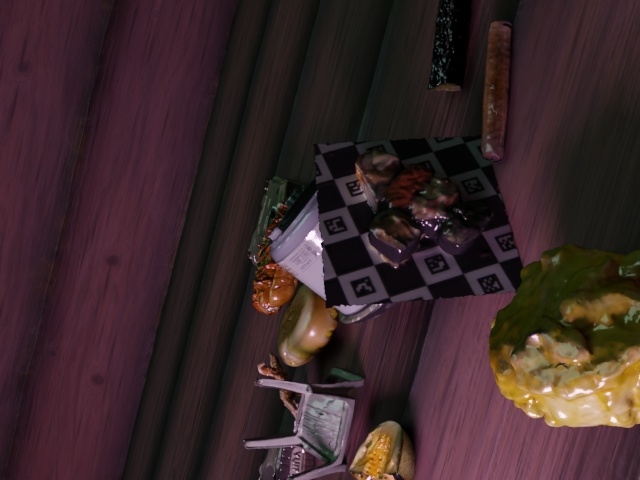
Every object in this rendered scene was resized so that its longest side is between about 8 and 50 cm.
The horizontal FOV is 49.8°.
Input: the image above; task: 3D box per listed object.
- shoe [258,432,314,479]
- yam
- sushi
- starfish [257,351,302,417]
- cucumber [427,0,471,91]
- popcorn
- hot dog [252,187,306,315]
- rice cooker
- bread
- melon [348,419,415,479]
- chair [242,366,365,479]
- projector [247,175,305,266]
[{"bbox_3d":[-0.090,0.583,1.586,0.149,0.109,0.293,164,119,-66],"label":"shoe"},{"bbox_3d":[0.307,-0.260,1.205,0.046,0.046,0.264,-20,60,61],"label":"yam"},{"bbox_3d":[0.155,-0.063,1.121,0.069,0.319,0.340,90,176,-55],"label":"sushi"},{"bbox_3d":[-0.086,0.335,1.574,0.053,0.210,0.150,-35,45,5],"label":"starfish"},{"bbox_3d":[0.259,-0.430,1.353,0.072,0.072,0.300,-12,68,63],"label":"cucumber"},{"bbox_3d":[0.336,0.117,0.843,0.266,0.192,0.233,-37,26,22],"label":"popcorn"},{"bbox_3d":[-0.094,0.019,1.741,0.158,0.117,0.349,-45,23,60],"label":"hot dog"},{"bbox_3d":[0.067,0.004,1.308,0.316,0.316,0.264,-40,15,53],"label":"rice cooker"},{"bbox_3d":[-0.025,0.193,1.616,0.213,0.104,0.214,-161,90,-74],"label":"bread"},{"bbox_3d":[0.132,0.396,1.247,0.160,0.079,0.128,-30,34,59],"label":"melon"},{"bbox_3d":[-0.015,0.366,1.430,0.190,0.274,0.204,11,87,41],"label":"chair"},{"bbox_3d":[-0.124,-0.044,1.957,0.193,0.088,0.270,-154,78,-67],"label":"projector"}]
